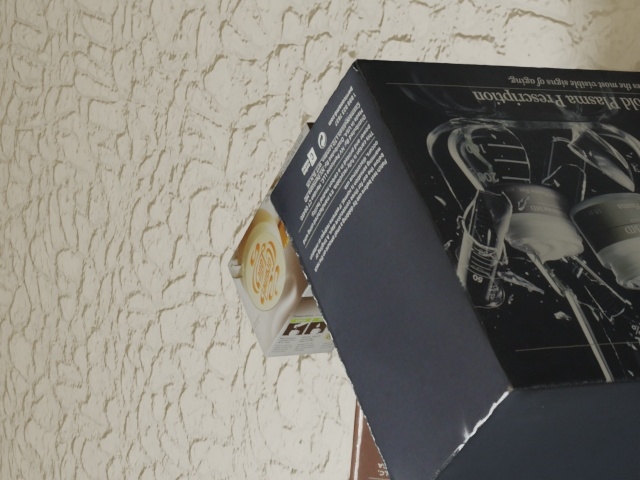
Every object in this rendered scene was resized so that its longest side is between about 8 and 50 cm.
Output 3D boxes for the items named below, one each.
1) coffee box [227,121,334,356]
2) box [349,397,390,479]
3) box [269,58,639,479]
[{"bbox_3d":[0.000,0.000,1.889,0.246,0.098,0.141,-58,45,42],"label":"coffee box"},{"bbox_3d":[0.090,0.290,1.621,0.191,0.143,0.381,-78,-6,-69],"label":"box"},{"bbox_3d":[0.185,0.029,1.366,0.179,0.343,0.312,-55,47,43],"label":"box"}]
